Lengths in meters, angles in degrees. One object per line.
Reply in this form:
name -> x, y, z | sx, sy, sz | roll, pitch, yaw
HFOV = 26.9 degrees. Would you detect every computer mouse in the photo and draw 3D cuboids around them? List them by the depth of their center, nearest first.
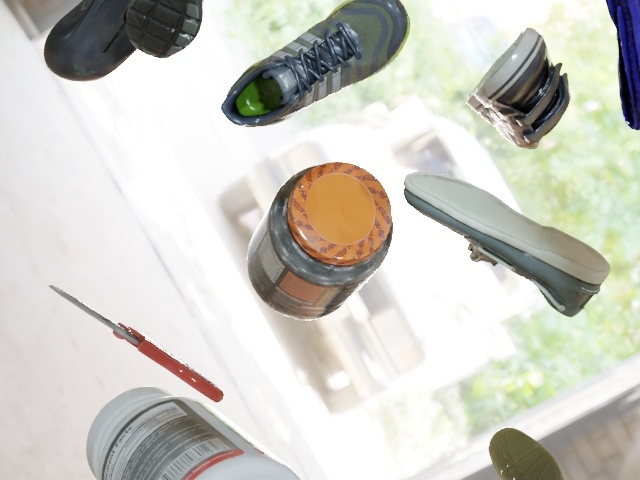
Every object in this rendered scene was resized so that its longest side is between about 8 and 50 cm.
computer mouse -> -0.330, -0.344, 2.094 | 0.188, 0.272, 0.072 | 24, 27, -42

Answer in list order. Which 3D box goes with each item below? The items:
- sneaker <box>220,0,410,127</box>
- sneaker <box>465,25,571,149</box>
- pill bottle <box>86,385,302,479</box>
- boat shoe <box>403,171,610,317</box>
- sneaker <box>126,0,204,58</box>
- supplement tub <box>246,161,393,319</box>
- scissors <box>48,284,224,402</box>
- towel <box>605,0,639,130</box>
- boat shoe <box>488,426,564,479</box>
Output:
sneaker -> -0.009, -0.230, 1.794 | 0.111, 0.300, 0.121 | 54, 27, -6
sneaker -> 0.290, -0.208, 1.864 | 0.127, 0.126, 0.321 | 39, 2, 2
pill bottle -> -0.179, 0.335, 1.829 | 0.210, 0.210, 0.363 | 55, -15, -28
boat shoe -> 0.250, 0.006, 1.907 | 0.319, 0.099, 0.116 | 27, 30, 8
sneaker -> -0.184, -0.360, 1.800 | 0.101, 0.267, 0.106 | 24, 42, -7
supplement tub -> 0.000, 0.000, 2.218 | 0.207, 0.207, 0.338 | 63, -19, 9
scissors -> -0.205, 0.098, 1.393 | 0.109, 0.021, 0.297 | 32, -5, 45
towel -> 0.542, -0.301, 1.847 | 0.076, 0.308, 0.228 | 29, -43, 60
boat shoe -> 0.214, 0.244, 1.268 | 0.153, 0.056, 0.048 | 45, -19, 9
